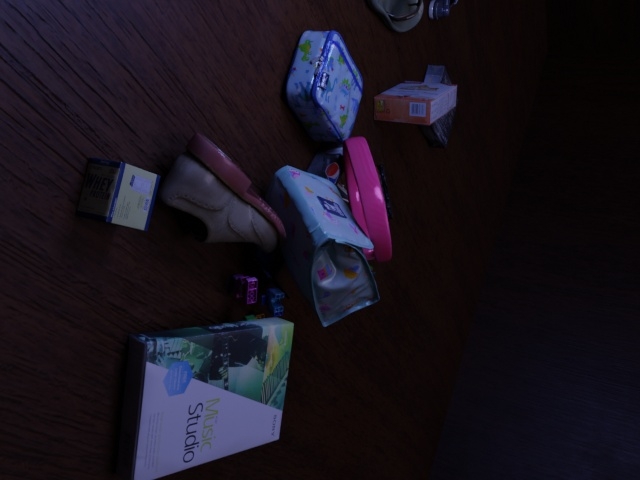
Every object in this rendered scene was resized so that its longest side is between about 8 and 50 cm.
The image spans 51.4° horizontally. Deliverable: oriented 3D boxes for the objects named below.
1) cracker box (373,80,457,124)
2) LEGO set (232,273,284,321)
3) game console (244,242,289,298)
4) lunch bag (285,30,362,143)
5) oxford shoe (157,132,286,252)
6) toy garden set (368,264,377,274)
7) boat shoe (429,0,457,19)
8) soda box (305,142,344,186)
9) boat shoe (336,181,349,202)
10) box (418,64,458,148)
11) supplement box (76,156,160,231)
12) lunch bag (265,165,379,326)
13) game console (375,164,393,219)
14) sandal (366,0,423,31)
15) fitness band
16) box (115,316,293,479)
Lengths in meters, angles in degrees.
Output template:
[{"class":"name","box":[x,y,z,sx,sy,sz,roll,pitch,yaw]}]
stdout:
[{"class":"cracker box","box":[0.258,-0.372,1.780,0.232,0.156,0.067,-39,133,-55]},{"class":"LEGO set","box":[-0.127,0.154,1.292,0.087,0.093,0.227,-9,117,-31]},{"class":"game console","box":[-0.092,0.041,1.317,0.107,0.071,0.122,-69,153,-20]},{"class":"lunch bag","box":[0.014,-0.318,1.375,0.219,0.090,0.176,49,53,-60]},{"class":"oxford shoe","box":[-0.164,-0.047,1.123,0.130,0.123,0.348,-47,150,-5]},{"class":"toy garden set","box":[0.133,-0.022,1.786,0.204,0.049,0.244,26,77,-64]},{"class":"boat shoe","box":[0.390,-0.723,2.019,0.206,0.065,0.075,-53,144,-44]},{"class":"soda box","box":[0.006,-0.143,1.459,0.169,0.060,0.053,-63,150,-31]},{"class":"boat shoe","box":[0.037,-0.117,1.554,0.137,0.049,0.043,20,79,-60]},{"class":"box","box":[0.371,-0.421,2.113,0.231,0.056,0.183,34,68,-63]},{"class":"supplement box","box":[-0.275,-0.062,0.909,0.083,0.056,0.083,19,82,-65]},{"class":"lunch bag","box":[0.000,0.000,1.293,0.160,0.223,0.262,-25,141,-4]},{"class":"game console","box":[0.135,-0.120,1.735,0.124,0.085,0.144,-71,150,-82]},{"class":"sandal","box":[0.201,-0.592,1.652,0.303,0.086,0.120,-12,111,-63]},{"class":"fitness band","box":[0.094,-0.084,1.360,0.291,0.054,0.209,-103,-176,-46]},{"class":"box","box":[-0.185,0.260,1.135,0.322,0.058,0.232,-1,101,-49]}]
